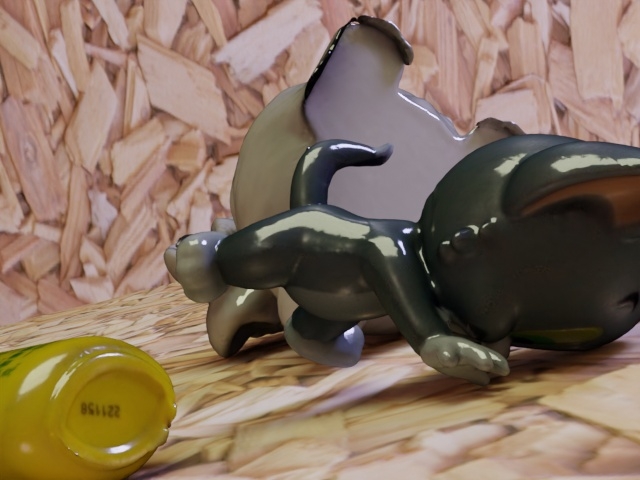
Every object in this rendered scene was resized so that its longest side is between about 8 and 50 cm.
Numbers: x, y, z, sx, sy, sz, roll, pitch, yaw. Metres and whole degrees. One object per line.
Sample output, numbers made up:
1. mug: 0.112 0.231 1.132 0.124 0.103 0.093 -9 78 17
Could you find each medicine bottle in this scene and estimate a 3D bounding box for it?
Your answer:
1. medicine bottle: -0.210 0.104 0.898 0.309 0.076 0.111 -11 -3 40

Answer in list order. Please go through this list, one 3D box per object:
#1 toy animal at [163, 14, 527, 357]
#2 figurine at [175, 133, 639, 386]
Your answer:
1. toy animal: 0.000 0.000 1.256 0.258 0.194 0.357 -42 0 -28
2. figurine: 0.066 0.007 0.911 0.265 0.140 0.193 11 -9 17
